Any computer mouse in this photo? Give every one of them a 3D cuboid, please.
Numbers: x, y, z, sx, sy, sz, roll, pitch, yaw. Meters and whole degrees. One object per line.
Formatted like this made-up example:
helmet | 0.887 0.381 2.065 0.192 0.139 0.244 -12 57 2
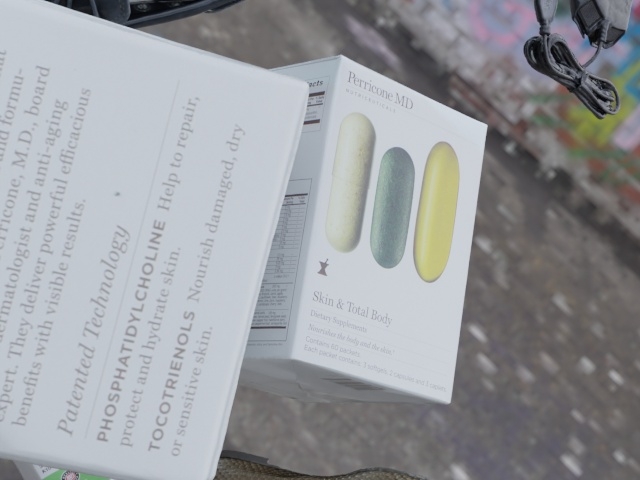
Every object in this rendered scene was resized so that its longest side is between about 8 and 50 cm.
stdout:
computer mouse | 0.269 -0.273 1.667 0.060 0.262 0.184 4 -12 40

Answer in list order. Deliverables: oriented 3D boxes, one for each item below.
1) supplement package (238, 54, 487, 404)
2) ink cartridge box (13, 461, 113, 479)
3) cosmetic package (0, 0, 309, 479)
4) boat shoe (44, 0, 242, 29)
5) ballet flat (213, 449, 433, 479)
supplement package | 0.000 0.000 1.424 0.199 0.263 0.198 20 -17 -41
ink cartridge box | -0.337 0.239 2.094 0.219 0.160 0.092 56 -25 11
cosmetic package | -0.280 -0.023 1.236 0.393 0.328 0.329 15 -1 -26
boat shoe | -0.254 -0.292 1.625 0.500 0.187 0.156 -11 14 -20
ballet flat | 0.008 0.221 1.301 0.084 0.249 0.058 72 33 -43
